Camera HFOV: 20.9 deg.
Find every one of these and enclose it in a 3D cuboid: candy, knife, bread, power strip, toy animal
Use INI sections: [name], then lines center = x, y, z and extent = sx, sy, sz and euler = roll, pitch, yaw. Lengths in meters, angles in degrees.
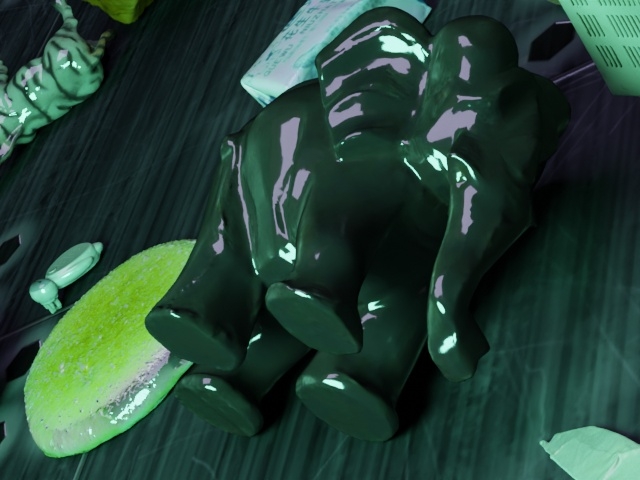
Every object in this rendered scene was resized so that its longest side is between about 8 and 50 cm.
[candy]
center = 0.011, -0.167, 1.518
extent = 0.160, 0.073, 0.092
euler = -51, 32, -16
[knife]
center = 0.194, 0.142, 0.892
extent = 0.047, 0.017, 0.298
euler = -53, 28, -5
[bread]
center = -0.170, 0.084, 1.452
extent = 0.228, 0.033, 0.228
euler = -31, 31, 21
[power strip]
center = -0.235, 0.034, 1.623
extent = 0.055, 0.035, 0.083
euler = -5, 33, 51
[toy animal]
center = -0.340, -0.164, 1.986
extent = 0.255, 0.090, 0.170
euler = -47, 32, -2

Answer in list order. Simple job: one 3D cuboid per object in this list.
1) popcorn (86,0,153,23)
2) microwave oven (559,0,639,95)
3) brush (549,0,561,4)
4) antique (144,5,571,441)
[popcorn]
center = -0.227, -0.392, 1.939
extent = 0.297, 0.316, 0.281
euler = 19, 41, 31
[microwave oven]
center = 0.224, -0.221, 1.094
extent = 0.194, 0.240, 0.145
euler = 12, 57, 50
[brush]
center = 0.282, -0.223, 1.250
extent = 0.065, 0.070, 0.327
euler = -39, 19, -32
[antique]
center = 0.023, -0.013, 1.164
extent = 0.322, 0.185, 0.255
euler = -9, 44, 54
